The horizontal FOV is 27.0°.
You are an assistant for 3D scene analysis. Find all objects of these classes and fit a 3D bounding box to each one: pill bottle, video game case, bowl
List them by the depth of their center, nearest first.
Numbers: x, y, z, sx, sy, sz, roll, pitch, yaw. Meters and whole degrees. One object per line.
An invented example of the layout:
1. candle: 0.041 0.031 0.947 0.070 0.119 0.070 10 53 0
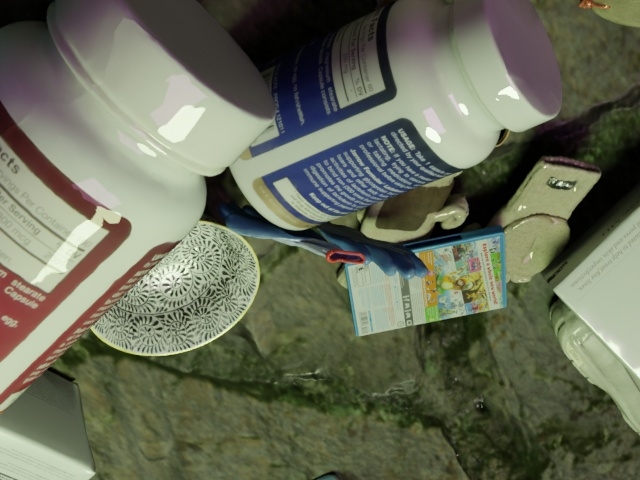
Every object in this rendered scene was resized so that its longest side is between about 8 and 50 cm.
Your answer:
1. pill bottle: -0.237 -0.035 1.088 0.392 0.224 0.224 -42 132 16
2. pill bottle: 0.058 -0.116 1.126 0.265 0.153 0.153 -20 140 31
3. bowl: -0.149 0.023 1.274 0.170 0.080 0.170 -11 133 -12
4. video game case: 0.112 0.044 1.399 0.166 0.015 0.119 -11 136 -1

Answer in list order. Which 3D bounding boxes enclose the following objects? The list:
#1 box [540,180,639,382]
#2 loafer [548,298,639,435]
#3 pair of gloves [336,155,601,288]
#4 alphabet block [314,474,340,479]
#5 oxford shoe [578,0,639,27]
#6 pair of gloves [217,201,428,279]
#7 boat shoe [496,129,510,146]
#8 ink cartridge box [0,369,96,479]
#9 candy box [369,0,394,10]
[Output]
1. box: 0.363 0.045 1.410 0.181 0.119 0.182 -44 94 7
2. loafer: 0.390 0.151 1.589 0.111 0.112 0.319 -32 134 18
3. pair of gloves: 0.147 -0.021 1.382 0.240 0.042 0.204 3 134 -16
4. alphabet block: -0.006 0.440 1.628 0.193 0.192 0.197 -26 133 3
5. oxford shoe: 0.268 -0.248 1.159 0.348 0.123 0.130 19 126 -43
6. pair of gloves: 0.000 0.000 1.247 0.198 0.159 0.023 6 103 -49
7. boat shoe: 0.180 -0.151 1.280 0.050 0.045 0.135 -6 131 -18
8. ink cartridge box: -0.428 0.206 1.286 0.272 0.130 0.309 -41 132 16
9. candy box: 0.065 -0.320 1.066 0.159 0.071 0.233 -28 135 2
